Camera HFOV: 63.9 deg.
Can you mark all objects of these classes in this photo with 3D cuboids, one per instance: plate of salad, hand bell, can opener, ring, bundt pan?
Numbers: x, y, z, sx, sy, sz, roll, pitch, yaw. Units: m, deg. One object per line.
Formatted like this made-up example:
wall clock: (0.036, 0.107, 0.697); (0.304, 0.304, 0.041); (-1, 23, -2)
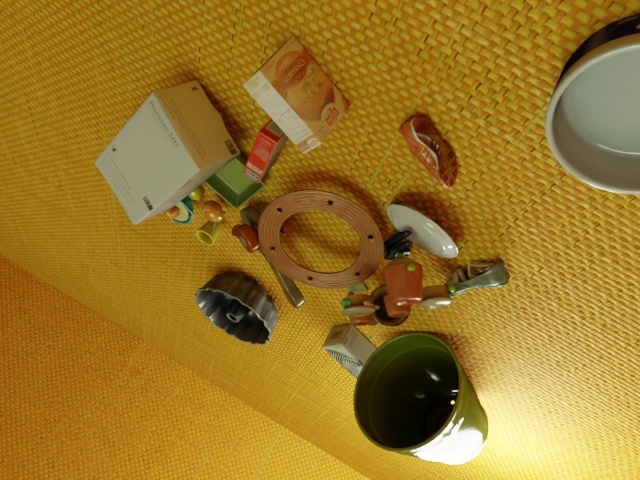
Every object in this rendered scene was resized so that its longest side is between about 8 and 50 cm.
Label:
plate of salad: (0.245, -0.028, 1.225); (0.200, 0.048, 0.200); (35, 168, 9)
hand bell: (0.178, 0.226, 1.577); (0.126, 0.126, 0.242); (31, 157, 2)
can opener: (0.195, 0.007, 1.286); (0.073, 0.059, 0.186); (-12, 166, -7)
ring: (0.000, 0.000, 1.347); (0.336, 0.032, 0.337); (8, 131, 9)
bundt pan: (-0.298, 0.243, 1.916); (0.330, 0.124, 0.331); (21, 144, 16)

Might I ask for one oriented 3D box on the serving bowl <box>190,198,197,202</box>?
serving bowl: (-0.401, -0.158, 1.592); (0.083, 0.027, 0.083); (21, 144, 16)

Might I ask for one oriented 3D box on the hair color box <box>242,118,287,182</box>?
hair color box: (-0.128, -0.225, 1.246); (0.053, 0.093, 0.167); (34, 144, -1)

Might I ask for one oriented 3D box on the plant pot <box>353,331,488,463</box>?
plant pot: (0.354, 0.533, 1.623); (0.366, 0.367, 0.353); (-7, 142, 42)

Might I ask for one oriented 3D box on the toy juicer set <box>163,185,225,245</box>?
toy juicer set: (-0.439, -0.123, 1.560); (0.329, 0.089, 0.209); (35, 145, -3)

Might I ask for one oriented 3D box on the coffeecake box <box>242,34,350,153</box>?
coffeecake box: (-0.044, -0.297, 1.052); (0.185, 0.142, 0.068); (46, 143, -20)

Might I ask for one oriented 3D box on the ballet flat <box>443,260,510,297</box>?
ballet flat: (0.374, 0.094, 1.291); (0.213, 0.072, 0.068); (-23, 91, 49)

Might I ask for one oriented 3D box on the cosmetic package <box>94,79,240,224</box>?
cosmetic package: (-0.407, -0.218, 1.338); (0.385, 0.156, 0.217); (-28, 95, 45)

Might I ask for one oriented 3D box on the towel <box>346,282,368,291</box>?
towel: (0.104, 0.135, 1.579); (0.083, 0.009, 0.060); (-7, 130, 43)

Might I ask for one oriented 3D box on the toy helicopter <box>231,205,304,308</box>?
toy helicopter: (-0.150, 0.054, 1.555); (0.235, 0.140, 0.355); (17, 137, 59)

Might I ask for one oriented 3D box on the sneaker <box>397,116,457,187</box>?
sneaker: (0.228, -0.184, 1.070); (0.175, 0.064, 0.067); (53, 160, -19)

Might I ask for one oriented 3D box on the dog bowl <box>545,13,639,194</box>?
dog bowl: (0.496, -0.203, 0.789); (0.264, 0.104, 0.265); (21, 144, 16)

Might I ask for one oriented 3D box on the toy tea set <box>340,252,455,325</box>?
toy tea set: (0.166, 0.127, 1.324); (0.336, 0.124, 0.200); (-21, 153, 38)

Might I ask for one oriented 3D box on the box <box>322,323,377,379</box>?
box: (0.143, 0.420, 1.821); (0.275, 0.094, 0.113); (46, 143, -18)

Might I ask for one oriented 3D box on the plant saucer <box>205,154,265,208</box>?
plant saucer: (-0.254, -0.192, 1.424); (0.188, 0.045, 0.188); (42, 143, -14)
